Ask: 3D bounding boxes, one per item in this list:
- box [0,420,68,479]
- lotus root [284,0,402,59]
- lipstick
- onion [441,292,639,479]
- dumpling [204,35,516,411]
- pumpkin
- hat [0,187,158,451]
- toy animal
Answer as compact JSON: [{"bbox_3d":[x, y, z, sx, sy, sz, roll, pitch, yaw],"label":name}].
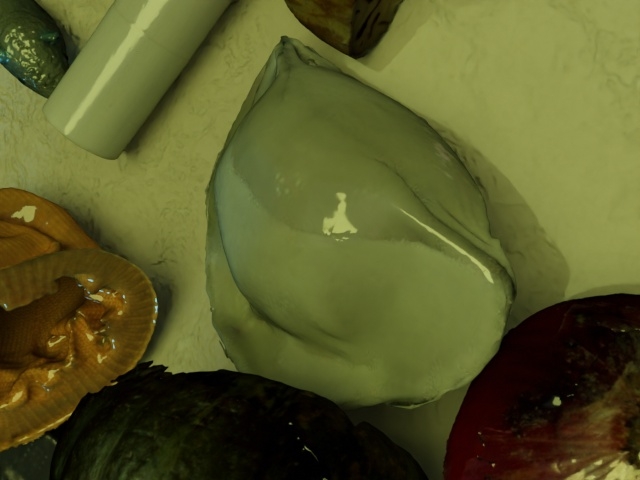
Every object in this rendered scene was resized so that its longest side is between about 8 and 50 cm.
[{"bbox_3d":[-0.381,0.307,0.997,0.211,0.058,0.350,35,101,18],"label":"box"},{"bbox_3d":[0.024,-0.247,0.832,0.135,0.095,0.159,23,92,23],"label":"lotus root"},{"bbox_3d":[-0.132,-0.227,0.890,0.087,0.087,0.327,42,103,16],"label":"lipstick"},{"bbox_3d":[0.218,0.172,0.675,0.276,0.276,0.276,0,90,20],"label":"onion"},{"bbox_3d":[0.002,0.002,0.791,0.341,0.181,0.260,41,112,17],"label":"dumpling"},{"bbox_3d":[-0.050,0.228,0.740,0.320,0.320,0.192,12,60,20],"label":"pumpkin"},{"bbox_3d":[-0.311,0.037,0.935,0.233,0.233,0.244,55,135,43],"label":"hat"},{"bbox_3d":[-0.330,-0.240,0.965,0.070,0.079,0.253,-41,81,-7],"label":"toy animal"}]
